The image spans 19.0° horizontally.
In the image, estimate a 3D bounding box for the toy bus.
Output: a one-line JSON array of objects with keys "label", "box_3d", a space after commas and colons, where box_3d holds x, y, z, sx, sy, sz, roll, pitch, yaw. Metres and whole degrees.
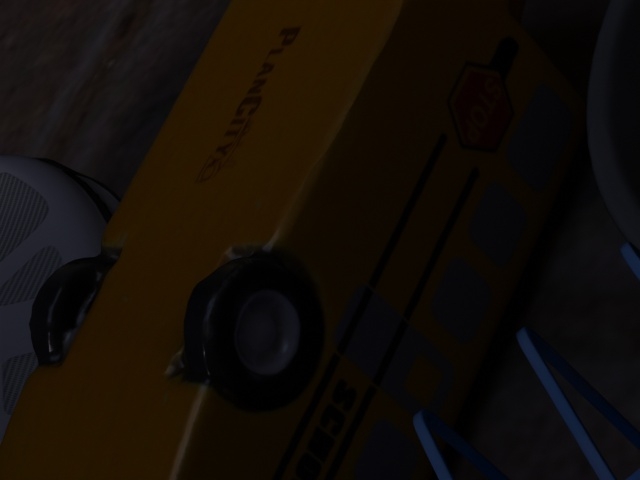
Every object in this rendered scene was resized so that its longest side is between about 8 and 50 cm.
[{"label": "toy bus", "box_3d": [0.000, 0.000, 0.703, 0.108, 0.130, 0.332, -1, 55, 48]}]

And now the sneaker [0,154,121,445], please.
[{"label": "sneaker", "box_3d": [-0.194, 0.082, 0.721, 0.169, 0.257, 0.447, -28, 38, 27]}]

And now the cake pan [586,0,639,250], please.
[{"label": "cake pan", "box_3d": [0.222, -0.082, 0.609, 0.293, 0.054, 0.293, -29, 38, 26]}]

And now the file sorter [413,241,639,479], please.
[{"label": "file sorter", "box_3d": [0.070, 0.102, 0.549, 0.170, 0.104, 0.118, -40, 35, 10]}]
